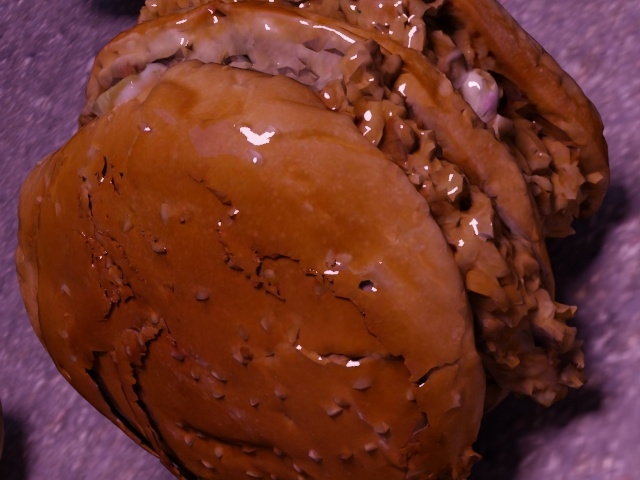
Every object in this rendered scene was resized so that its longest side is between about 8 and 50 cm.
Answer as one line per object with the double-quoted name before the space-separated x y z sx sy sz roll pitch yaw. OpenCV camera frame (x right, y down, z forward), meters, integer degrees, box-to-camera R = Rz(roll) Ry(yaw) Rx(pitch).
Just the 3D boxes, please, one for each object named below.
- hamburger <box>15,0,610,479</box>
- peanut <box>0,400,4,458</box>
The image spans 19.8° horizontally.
"hamburger" 0.004 -0.010 0.795 0.261 0.245 0.211 23 53 16
"peanut" -0.270 0.155 1.017 0.233 0.110 0.196 -15 41 37
